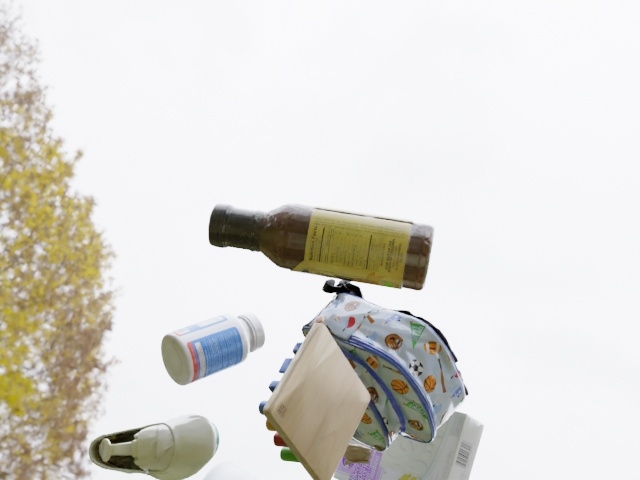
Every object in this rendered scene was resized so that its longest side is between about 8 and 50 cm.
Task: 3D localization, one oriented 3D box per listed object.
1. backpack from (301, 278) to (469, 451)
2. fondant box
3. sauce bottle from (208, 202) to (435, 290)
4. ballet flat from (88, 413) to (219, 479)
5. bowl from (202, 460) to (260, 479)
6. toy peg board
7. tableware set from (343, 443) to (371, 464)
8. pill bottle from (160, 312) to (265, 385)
[{"bbox_3d":[0.106,0.225,1.377,0.263,0.213,0.276,2,-46,46],"label":"backpack"},{"bbox_3d":[0.213,0.521,1.991,0.330,0.238,0.096,3,-24,45],"label":"fondant box"},{"bbox_3d":[0.000,0.000,1.255,0.344,0.111,0.111,10,-41,9],"label":"sauce bottle"},{"bbox_3d":[-0.382,0.460,1.771,0.139,0.139,0.400,39,-38,-28],"label":"ballet flat"},{"bbox_3d":[-0.199,0.715,2.039,0.134,0.298,0.298,-2,-42,24],"label":"bowl"},{"bbox_3d":[-0.024,0.229,1.140,0.079,0.161,0.161,-7,-53,38],"label":"toy peg board"},{"bbox_3d":[0.048,0.441,1.778,0.141,0.020,0.169,9,-51,1],"label":"tableware set"},{"bbox_3d":[-0.239,0.238,1.841,0.221,0.124,0.124,-16,-25,-37],"label":"pill bottle"}]
